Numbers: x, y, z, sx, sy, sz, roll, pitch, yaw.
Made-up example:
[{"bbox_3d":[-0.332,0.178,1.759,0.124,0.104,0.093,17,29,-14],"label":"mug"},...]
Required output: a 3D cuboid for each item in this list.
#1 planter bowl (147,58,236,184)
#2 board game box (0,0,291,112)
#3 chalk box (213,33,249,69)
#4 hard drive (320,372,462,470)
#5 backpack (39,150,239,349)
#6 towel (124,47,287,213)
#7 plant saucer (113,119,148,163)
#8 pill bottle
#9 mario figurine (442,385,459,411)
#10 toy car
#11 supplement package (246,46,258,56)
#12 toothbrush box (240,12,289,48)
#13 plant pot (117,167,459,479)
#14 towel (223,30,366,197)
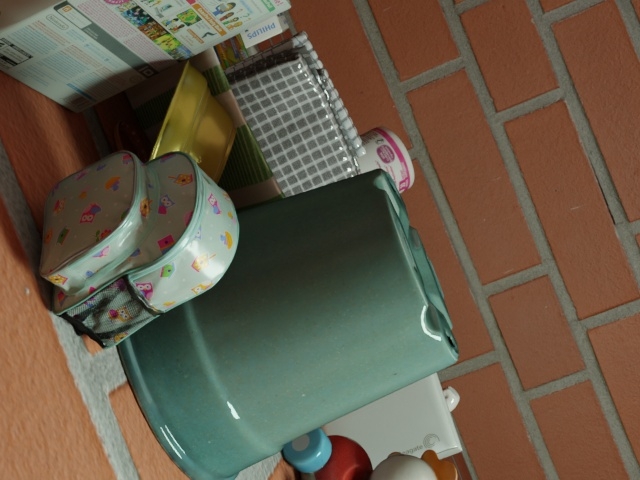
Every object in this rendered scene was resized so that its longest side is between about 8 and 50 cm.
[{"bbox_3d":[-0.164,-0.112,1.153,0.090,0.217,0.217,20,26,-11],"label":"planter bowl"},{"bbox_3d":[-0.211,-0.273,1.010,0.224,0.303,0.098,32,37,-73],"label":"board game box"},{"bbox_3d":[-0.196,-0.302,1.591,0.132,0.132,0.213,68,14,3],"label":"chalk box"},{"bbox_3d":[0.092,0.252,1.669,0.047,0.233,0.353,46,24,-58],"label":"hard drive"},{"bbox_3d":[-0.183,-0.006,0.923,0.166,0.188,0.144,-101,165,-45],"label":"backpack"},{"bbox_3d":[-0.181,-0.174,1.274,0.038,0.248,0.325,-31,102,-36],"label":"towel"},{"bbox_3d":[-0.261,-0.124,1.256,0.083,0.013,0.083,-22,90,-81],"label":"plant saucer"},{"bbox_3d":[0.055,-0.128,2.051,0.160,0.283,0.160,53,-18,25],"label":"pill bottle"},{"bbox_3d":[0.158,0.332,1.808,0.170,0.198,0.321,-118,-160,-48],"label":"mario figurine"},{"bbox_3d":[0.097,0.380,1.422,0.219,0.238,0.210,57,15,-47],"label":"toy car"},{"bbox_3d":[-0.157,-0.308,1.910,0.105,0.105,0.179,50,20,-62],"label":"supplement package"},{"bbox_3d":[-0.212,-0.485,1.714,0.122,0.206,0.283,-76,144,-72],"label":"toothbrush box"},{"bbox_3d":[-0.028,0.088,1.126,0.341,0.334,0.341,-22,90,-79],"label":"plant pot"},{"bbox_3d":[-0.096,-0.157,1.421,0.121,0.283,0.235,-81,147,-68],"label":"towel"}]
